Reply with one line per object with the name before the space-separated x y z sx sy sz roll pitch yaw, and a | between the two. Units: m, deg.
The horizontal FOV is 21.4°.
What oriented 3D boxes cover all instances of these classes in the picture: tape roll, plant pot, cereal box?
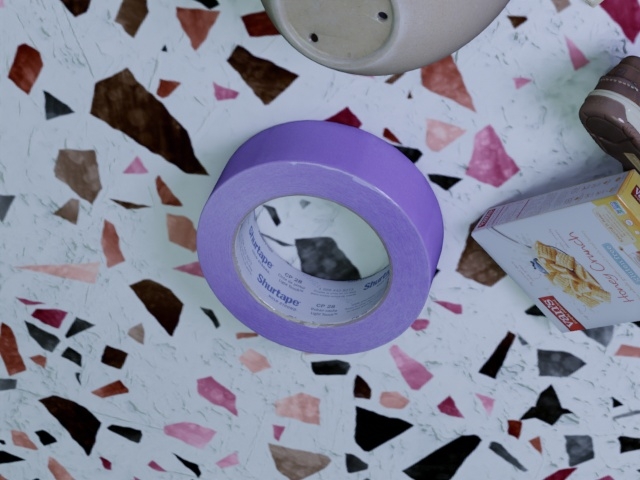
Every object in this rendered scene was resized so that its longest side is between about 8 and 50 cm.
tape roll | 0.000 0.000 1.956 0.275 0.090 0.274 9 128 11
plant pot | 0.046 -0.270 1.659 0.284 0.191 0.284 12 131 15
cereal box | 0.299 0.018 1.849 0.173 0.047 0.240 46 149 -18

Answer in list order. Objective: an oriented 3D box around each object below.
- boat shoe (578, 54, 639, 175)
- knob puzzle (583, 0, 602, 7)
boat shoe | 0.364 -0.096 1.771 0.095 0.095 0.257 17 159 41
knob puzzle | 0.265 -0.338 1.662 0.213 0.030 0.213 8 127 11
